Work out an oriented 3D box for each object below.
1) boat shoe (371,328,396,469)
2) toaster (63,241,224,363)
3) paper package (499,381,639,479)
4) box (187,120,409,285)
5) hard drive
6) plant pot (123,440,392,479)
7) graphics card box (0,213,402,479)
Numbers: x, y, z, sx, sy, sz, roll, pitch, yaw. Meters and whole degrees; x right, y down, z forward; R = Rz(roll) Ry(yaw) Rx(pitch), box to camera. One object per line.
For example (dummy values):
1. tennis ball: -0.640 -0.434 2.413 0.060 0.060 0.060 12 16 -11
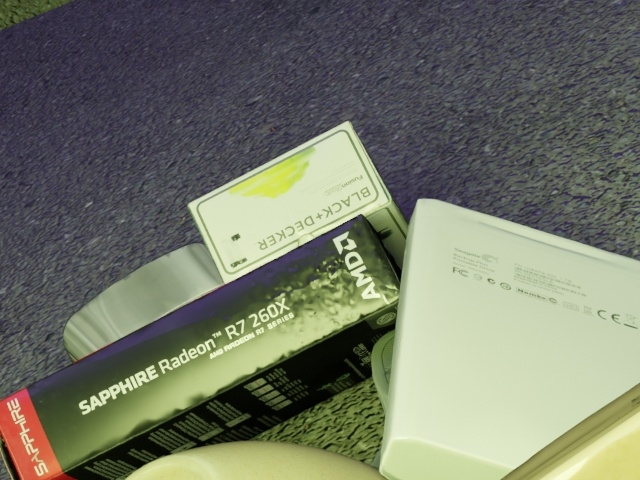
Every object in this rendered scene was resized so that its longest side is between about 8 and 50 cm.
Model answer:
1. boat shoe: 0.099 0.187 1.472 0.118 0.103 0.320 -15 31 4
2. toaster: -0.141 0.099 1.846 0.227 0.129 0.146 -31 28 -10
3. paper package: 0.261 0.145 1.095 0.309 0.168 0.325 -35 -7 2
4. box: 0.000 0.000 1.727 0.169 0.087 0.290 -27 -17 5
5. hard drive: 0.173 0.098 1.444 0.233 0.047 0.353 17 30 -3
6. plant pot: -0.063 0.252 1.283 0.284 0.191 0.284 -27 42 27
7. graphics card box: -0.087 0.120 1.644 0.371 0.094 0.233 -27 -17 4
